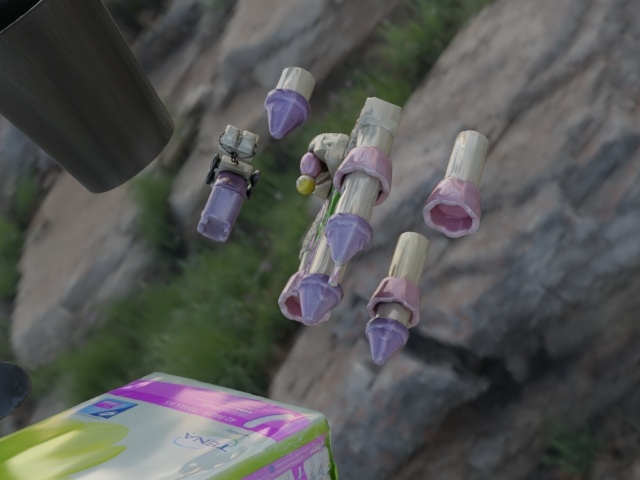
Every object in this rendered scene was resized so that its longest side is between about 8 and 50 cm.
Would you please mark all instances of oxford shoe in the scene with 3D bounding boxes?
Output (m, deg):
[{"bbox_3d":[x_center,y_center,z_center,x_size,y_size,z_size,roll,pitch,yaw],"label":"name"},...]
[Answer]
[{"bbox_3d":[-0.411,0.189,1.895,0.212,0.076,0.076,-20,76,18],"label":"oxford shoe"}]

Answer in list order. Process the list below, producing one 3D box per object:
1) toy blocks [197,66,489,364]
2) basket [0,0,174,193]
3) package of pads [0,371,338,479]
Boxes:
[{"bbox_3d":[0.000,0.000,1.935,0.288,0.309,0.260,116,175,-54],"label":"toy blocks"},{"bbox_3d":[-0.281,-0.177,1.877,0.204,0.227,0.154,-27,28,25],"label":"basket"},{"bbox_3d":[-0.153,0.207,1.330,0.229,0.296,0.101,10,113,42],"label":"package of pads"}]
